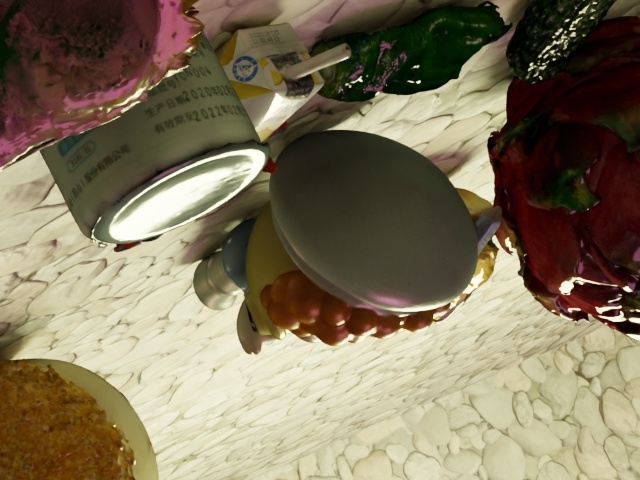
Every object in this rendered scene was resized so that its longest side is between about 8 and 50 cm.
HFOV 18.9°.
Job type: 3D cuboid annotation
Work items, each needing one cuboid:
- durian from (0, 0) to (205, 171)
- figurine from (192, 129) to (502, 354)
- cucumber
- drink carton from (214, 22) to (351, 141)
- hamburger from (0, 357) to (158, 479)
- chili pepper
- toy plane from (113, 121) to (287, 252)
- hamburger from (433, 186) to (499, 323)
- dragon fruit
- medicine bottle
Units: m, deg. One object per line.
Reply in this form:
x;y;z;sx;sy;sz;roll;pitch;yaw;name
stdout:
-0.202;-0.123;1.100;0.261;0.153;0.186;-24;151;-12;durian
-0.027;0.009;1.866;0.225;0.205;0.382;-20;-176;-42;figurine
0.242;-0.234;1.693;0.068;0.067;0.293;-21;163;-27;cucumber
-0.057;-0.118;1.506;0.200;0.074;0.084;-40;163;36;drink carton
-0.307;0.256;1.957;0.294;0.276;0.179;-40;173;25;hamburger
0.085;-0.161;1.660;0.224;0.061;0.098;-12;152;-44;chili pepper
-0.117;-0.050;1.669;0.189;0.061;0.130;-30;167;26;toy plane
0.094;-0.006;2.153;0.208;0.135;0.155;15;120;-50;hamburger
0.320;-0.066;1.951;0.329;0.329;0.329;-27;166;-7;dragon fruit
-0.128;-0.097;1.252;0.135;0.168;0.135;-25;166;-7;medicine bottle
